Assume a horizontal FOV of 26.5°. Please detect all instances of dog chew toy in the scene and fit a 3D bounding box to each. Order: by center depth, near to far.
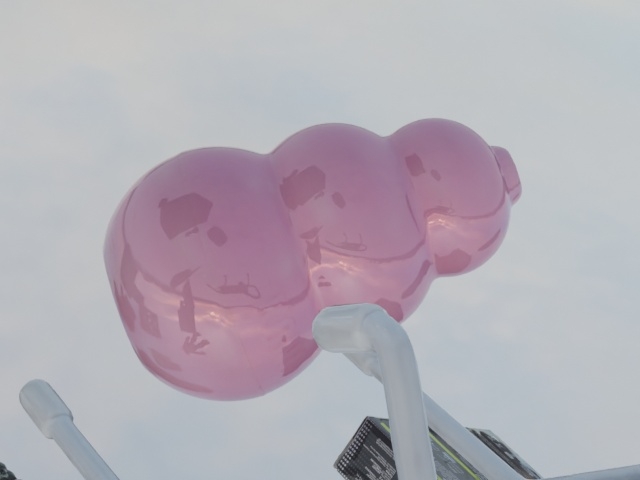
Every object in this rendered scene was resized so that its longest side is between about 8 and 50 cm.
[{"bbox_3d":[0.000,0.000,1.091,0.331,0.207,0.206,-19,-153,-1],"label":"dog chew toy"}]

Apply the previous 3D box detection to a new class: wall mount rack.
[{"bbox_3d":[0.029,0.089,0.618,0.350,0.130,0.304,-5,170,-36],"label":"wall mount rack"}]

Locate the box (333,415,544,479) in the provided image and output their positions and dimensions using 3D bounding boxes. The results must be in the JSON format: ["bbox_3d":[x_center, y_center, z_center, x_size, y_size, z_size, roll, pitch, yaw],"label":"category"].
[{"bbox_3d":[0.168,0.260,1.166,0.270,0.060,0.216,41,-164,35],"label":"box"}]

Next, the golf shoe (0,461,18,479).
[{"bbox_3d":[-0.402,0.316,1.675,0.077,0.198,0.094,-37,-129,-26],"label":"golf shoe"}]

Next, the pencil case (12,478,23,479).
[{"bbox_3d":[-0.294,0.436,1.374,0.167,0.386,0.160,-24,-165,2],"label":"pencil case"}]
